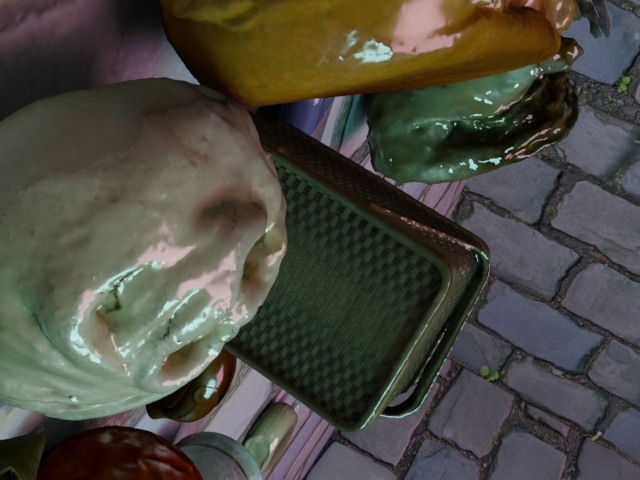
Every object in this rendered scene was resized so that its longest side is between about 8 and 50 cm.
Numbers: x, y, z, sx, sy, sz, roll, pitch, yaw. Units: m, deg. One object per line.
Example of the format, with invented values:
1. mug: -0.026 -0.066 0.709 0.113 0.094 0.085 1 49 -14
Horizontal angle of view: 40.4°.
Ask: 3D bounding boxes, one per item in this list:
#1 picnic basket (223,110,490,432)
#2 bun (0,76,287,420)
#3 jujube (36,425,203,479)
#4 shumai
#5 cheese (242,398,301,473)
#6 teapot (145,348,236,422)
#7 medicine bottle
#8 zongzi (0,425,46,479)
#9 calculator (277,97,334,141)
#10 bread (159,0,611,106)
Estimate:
1. picnic basket: -0.006 0.019 0.718 0.165 0.267 0.139 -62 163 16
2. bun: -0.104 0.018 0.479 0.231 0.133 0.231 -33 160 -14
3. jujube: -0.185 0.261 0.767 0.190 0.190 0.255 -56 -177 -21
4. shumai: 0.178 -0.259 1.101 0.288 0.292 0.330 65 30 -27
5. cheese: -0.084 0.367 1.712 0.137 0.064 0.227 -64 169 24
6. teapot: -0.141 0.136 0.898 0.129 0.078 0.098 -53 -145 31
7. medicine bottle: -0.157 0.327 1.084 0.147 0.147 0.143 -64 171 14
8. zongzi: -0.210 0.130 0.447 0.274 0.125 0.250 -50 172 -50
9. calculator: -0.022 -0.103 0.863 0.121 0.039 0.210 -67 178 -54
10. bread: 0.046 -0.177 0.597 0.389 0.236 0.183 -10 109 -58
